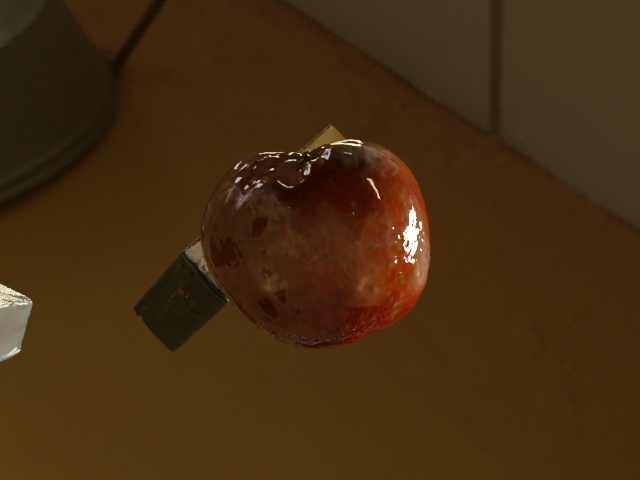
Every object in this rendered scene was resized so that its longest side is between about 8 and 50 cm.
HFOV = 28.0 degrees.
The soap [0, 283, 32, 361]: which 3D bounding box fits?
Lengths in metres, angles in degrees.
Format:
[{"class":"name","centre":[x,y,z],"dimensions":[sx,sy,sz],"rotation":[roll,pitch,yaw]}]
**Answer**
[{"class":"soap","centre":[-0.590,0.087,1.731],"dimensions":[0.296,0.285,0.107],"rotation":[24,-74,17]}]

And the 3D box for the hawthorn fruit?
[{"class":"hawthorn fruit","centre":[0.000,0.000,1.614],"dimensions":[0.284,0.284,0.284],"rotation":[41,-32,32]}]

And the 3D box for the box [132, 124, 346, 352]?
[{"class":"box","centre":[-0.119,-0.003,2.221],"dimensions":[0.116,0.415,0.264],"rotation":[48,-34,-1]}]
